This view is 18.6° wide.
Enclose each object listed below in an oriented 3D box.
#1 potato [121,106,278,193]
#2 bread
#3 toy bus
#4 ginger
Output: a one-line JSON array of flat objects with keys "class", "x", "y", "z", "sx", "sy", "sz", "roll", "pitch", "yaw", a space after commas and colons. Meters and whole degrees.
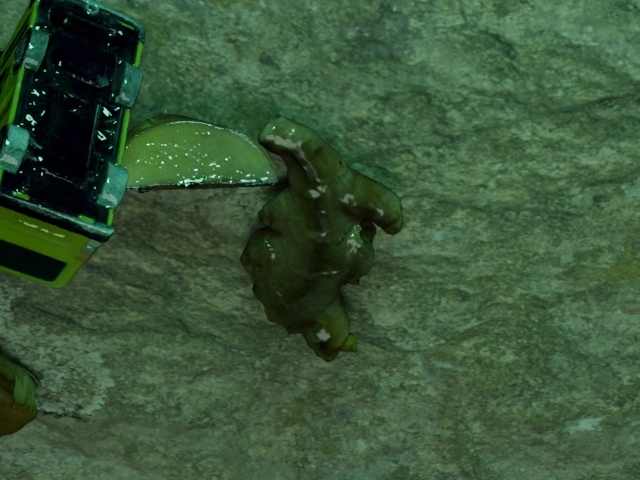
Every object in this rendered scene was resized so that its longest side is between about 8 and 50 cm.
[{"class": "potato", "x": -0.132, "y": -0.095, "z": 2.010, "sx": 0.172, "sy": 0.089, "sz": 0.100, "roll": -4, "pitch": 180, "yaw": -3}, {"class": "bread", "x": -0.410, "y": 0.179, "z": 2.311, "sx": 0.128, "sy": 0.069, "sz": 0.140, "roll": -28, "pitch": 131, "yaw": 26}, {"class": "toy bus", "x": -0.258, "y": -0.100, "z": 1.876, "sx": 0.128, "sy": 0.262, "sz": 0.150, "roll": 21, "pitch": 141, "yaw": -20}, {"class": "ginger", "x": 0.000, "y": 0.002, "z": 2.108, "sx": 0.166, "sy": 0.080, "sz": 0.333, "roll": 6, "pitch": 130, "yaw": -4}]
